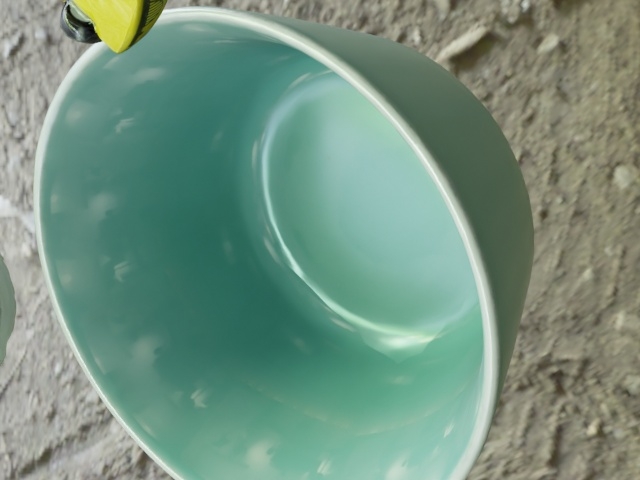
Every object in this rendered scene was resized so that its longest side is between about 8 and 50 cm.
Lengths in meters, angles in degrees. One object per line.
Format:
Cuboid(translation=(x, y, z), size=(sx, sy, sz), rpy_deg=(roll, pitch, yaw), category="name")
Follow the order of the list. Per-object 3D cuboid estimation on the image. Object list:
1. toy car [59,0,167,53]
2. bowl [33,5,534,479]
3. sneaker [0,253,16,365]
Cuboid(translation=(-0.154, -0.172, 0.545), size=(0.053, 0.225, 0.239), rpy_deg=(-26, 93, -38), category="toy car")
Cuboid(translation=(0.000, 0.000, 0.733), size=(0.311, 0.311, 0.163), rpy_deg=(49, 42, 7), category="bowl")
Cuboid(translation=(-0.263, -0.004, 0.782), size=(0.090, 0.115, 0.232), rpy_deg=(-11, 85, 23), category="sneaker")
